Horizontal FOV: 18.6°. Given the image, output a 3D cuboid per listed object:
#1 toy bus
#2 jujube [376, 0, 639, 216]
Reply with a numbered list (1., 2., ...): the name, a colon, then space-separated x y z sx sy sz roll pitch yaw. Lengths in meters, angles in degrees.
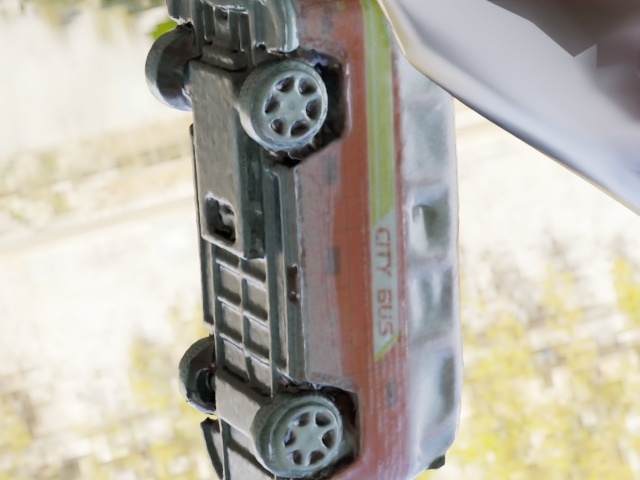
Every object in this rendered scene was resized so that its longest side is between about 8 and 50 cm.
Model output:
1. toy bus: 0.000 0.000 0.906 0.119 0.265 0.121 -12 -162 -26
2. jujube: 0.188 -0.128 0.448 0.376 0.258 0.258 -10 -177 23
